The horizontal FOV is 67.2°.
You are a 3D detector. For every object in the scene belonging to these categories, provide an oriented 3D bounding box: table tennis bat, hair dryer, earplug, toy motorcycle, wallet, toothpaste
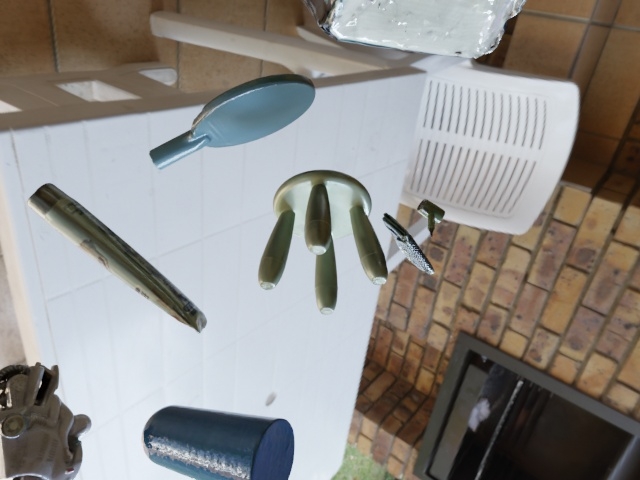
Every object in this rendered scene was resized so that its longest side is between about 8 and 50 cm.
[{"bbox_3d":[-0.161,-0.217,0.892,0.328,0.044,0.215,-24,174,2],"label":"table tennis bat"},{"bbox_3d":[0.306,-0.053,1.343,0.047,0.071,0.150,-52,-168,38],"label":"hair dryer"},{"bbox_3d":[-0.194,0.354,0.834,0.132,0.272,0.133,-3,94,-63],"label":"earplug"},{"bbox_3d":[-0.493,0.346,0.856,0.170,0.110,0.260,5,71,-54],"label":"toy motorcycle"},{"bbox_3d":[0.162,0.011,0.895,0.026,0.088,0.129,-41,131,0],"label":"wallet"},{"bbox_3d":[-0.224,0.024,0.550,0.039,0.239,0.062,-50,-174,-2],"label":"toothpaste"}]

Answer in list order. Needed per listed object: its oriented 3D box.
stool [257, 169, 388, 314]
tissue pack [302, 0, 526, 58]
[{"bbox_3d":[0.000,0.000,0.898,0.195,0.195,0.199,29,45,-29],"label":"stool"},{"bbox_3d":[0.068,-0.436,0.570,0.264,0.417,0.253,-10,146,-30],"label":"tissue pack"}]
